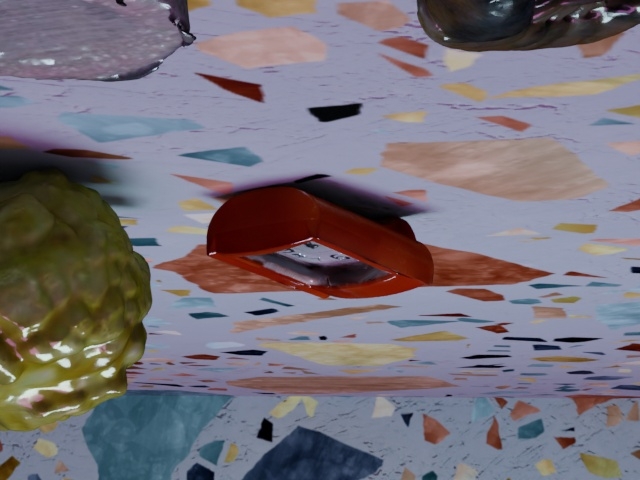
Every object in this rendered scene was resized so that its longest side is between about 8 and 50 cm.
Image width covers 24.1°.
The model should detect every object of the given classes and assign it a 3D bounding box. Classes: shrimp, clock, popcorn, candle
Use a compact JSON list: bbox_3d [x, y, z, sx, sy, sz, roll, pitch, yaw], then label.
[{"bbox_3d":[0.116,-0.116,0.637,0.150,0.051,0.217,-3,176,2],"label":"shrimp"},{"bbox_3d":[0.000,0.000,1.168,0.113,0.061,0.155,-8,162,37],"label":"clock"},{"bbox_3d":[-0.234,0.044,1.103,0.255,0.195,0.256,-4,172,-28],"label":"popcorn"},{"bbox_3d":[-0.142,-0.115,0.589,0.168,0.068,0.192,-4,166,7],"label":"candle"}]
